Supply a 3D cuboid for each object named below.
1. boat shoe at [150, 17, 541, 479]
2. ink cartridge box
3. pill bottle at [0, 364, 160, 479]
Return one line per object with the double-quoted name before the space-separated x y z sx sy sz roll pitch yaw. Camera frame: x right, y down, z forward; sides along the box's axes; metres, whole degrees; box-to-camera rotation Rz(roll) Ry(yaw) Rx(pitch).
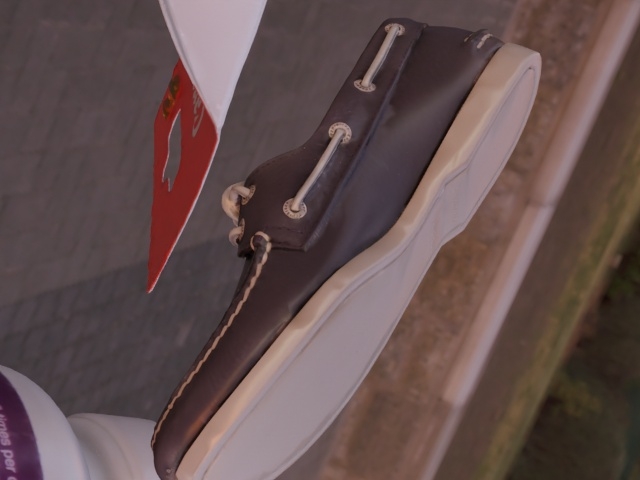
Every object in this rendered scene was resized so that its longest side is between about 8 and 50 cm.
"boat shoe" 0.000 0.000 0.452 0.206 0.065 0.075 -52 159 -27
"ink cartridge box" -0.095 -0.203 0.944 0.308 0.091 0.385 -101 -149 -61
"pill bottle" -0.201 0.128 0.550 0.302 0.169 0.169 10 109 -40
